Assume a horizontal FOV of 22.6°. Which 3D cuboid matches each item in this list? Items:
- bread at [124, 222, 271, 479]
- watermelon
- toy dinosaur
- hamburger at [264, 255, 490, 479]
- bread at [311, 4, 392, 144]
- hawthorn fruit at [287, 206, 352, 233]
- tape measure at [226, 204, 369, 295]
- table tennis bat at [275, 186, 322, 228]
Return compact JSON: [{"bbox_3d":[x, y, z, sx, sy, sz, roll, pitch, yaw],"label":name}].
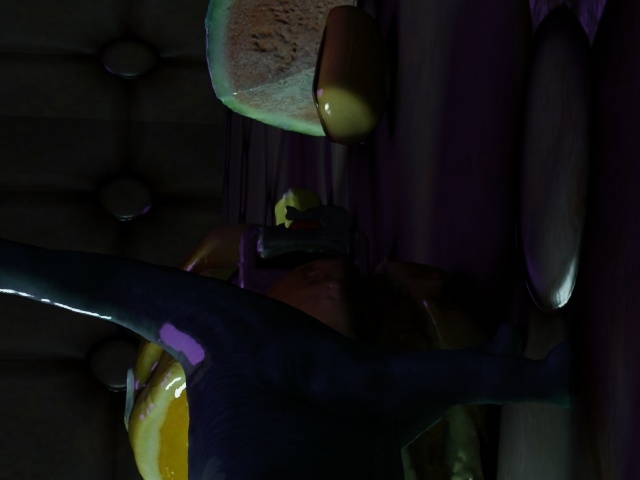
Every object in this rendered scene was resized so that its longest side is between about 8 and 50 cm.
[{"bbox_3d":[-0.116,0.147,1.862,0.300,0.210,0.341,97,176,-47],"label":"bread"},{"bbox_3d":[-0.043,-0.221,1.601,0.128,0.146,0.231,159,111,-83],"label":"watermelon"},{"bbox_3d":[-0.052,0.125,0.735,0.129,0.331,0.383,96,175,-50],"label":"toy dinosaur"},{"bbox_3d":[0.017,0.152,0.981,0.259,0.145,0.283,-170,77,-81],"label":"hamburger"},{"bbox_3d":[0.031,-0.136,1.313,0.082,0.056,0.115,72,-156,-48],"label":"bread"},{"bbox_3d":[-0.002,0.003,1.516,0.077,0.077,0.077,-178,90,-84],"label":"hawthorn fruit"},{"bbox_3d":[-0.027,0.115,1.334,0.231,0.149,0.245,111,161,-68],"label":"tape measure"},{"bbox_3d":[-0.006,0.094,1.628,0.224,0.054,0.368,90,174,-49],"label":"table tennis bat"}]
